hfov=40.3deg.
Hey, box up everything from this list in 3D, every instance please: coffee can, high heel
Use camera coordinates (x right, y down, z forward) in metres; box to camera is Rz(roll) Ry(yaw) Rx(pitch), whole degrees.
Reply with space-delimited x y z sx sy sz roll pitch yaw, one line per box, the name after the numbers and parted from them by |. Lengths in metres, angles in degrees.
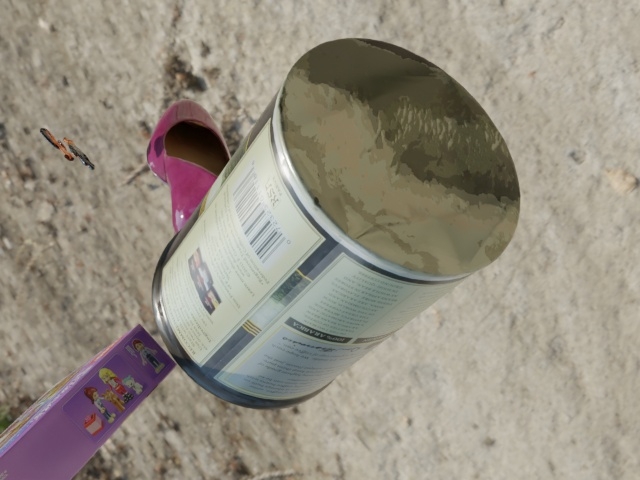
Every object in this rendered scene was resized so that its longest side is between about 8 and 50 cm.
0.000 0.000 0.718 0.201 0.201 0.275 52 140 6 | coffee can
-0.147 -0.115 1.152 0.377 0.127 0.181 -105 34 -43 | high heel

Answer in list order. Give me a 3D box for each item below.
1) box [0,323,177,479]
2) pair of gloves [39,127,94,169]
-0.275 0.210 0.764 0.057 0.293 0.201 49 135 -7 | box
-0.358 -0.128 1.232 0.010 0.083 0.074 -48 64 6 | pair of gloves
